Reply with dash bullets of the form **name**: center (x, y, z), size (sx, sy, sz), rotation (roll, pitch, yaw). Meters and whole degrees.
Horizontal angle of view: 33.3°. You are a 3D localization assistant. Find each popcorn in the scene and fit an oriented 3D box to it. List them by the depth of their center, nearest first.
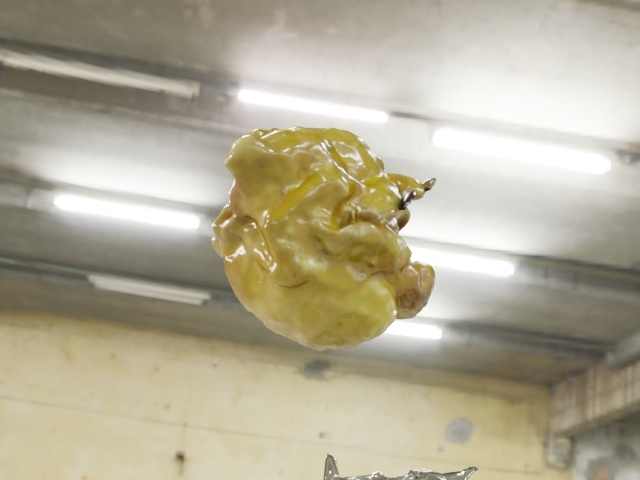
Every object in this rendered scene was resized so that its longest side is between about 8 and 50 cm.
- **popcorn**: center (0.000, 0.003, 1.054), size (0.254, 0.190, 0.191), rotation (29, -54, -12)

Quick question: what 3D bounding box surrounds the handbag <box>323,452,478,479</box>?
- **handbag**: center (0.120, 0.432, 1.697), size (0.271, 0.182, 0.117), rotation (1, -14, 0)
